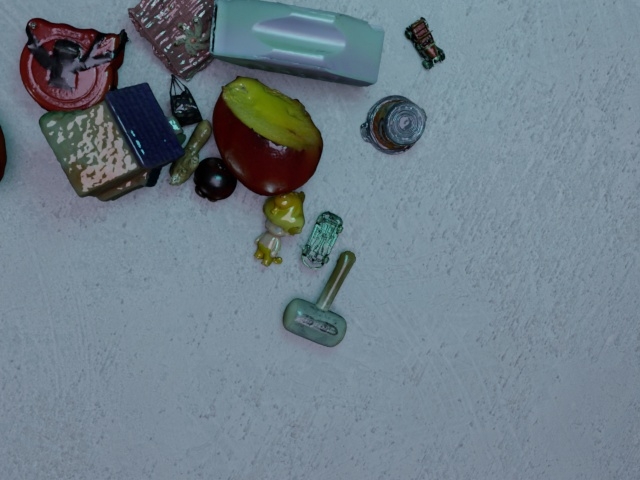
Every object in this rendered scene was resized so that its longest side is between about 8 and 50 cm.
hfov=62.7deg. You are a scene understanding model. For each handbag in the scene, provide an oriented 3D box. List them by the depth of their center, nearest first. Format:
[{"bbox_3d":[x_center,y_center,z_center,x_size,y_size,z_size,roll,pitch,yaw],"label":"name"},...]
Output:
[{"bbox_3d":[-0.391,-0.397,1.465,0.072,0.115,0.139,-23,86,-5],"label":"handbag"}]

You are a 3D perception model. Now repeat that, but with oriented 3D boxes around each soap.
[{"bbox_3d":[-0.063,-0.525,1.406,0.447,0.261,0.156,7,102,-11],"label":"soap"}]

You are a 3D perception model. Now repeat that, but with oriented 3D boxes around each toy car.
[{"bbox_3d":[0.314,-0.586,1.562,0.073,0.054,0.143,-34,103,-1],"label":"toy car"},{"bbox_3d":[0.000,0.000,1.616,0.094,0.058,0.186,26,83,-12],"label":"toy car"}]

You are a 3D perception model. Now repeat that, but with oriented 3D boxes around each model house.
[{"bbox_3d":[-0.494,-0.257,1.359,0.280,0.312,0.245,-27,97,-2],"label":"model house"}]

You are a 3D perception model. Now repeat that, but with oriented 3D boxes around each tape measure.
[{"bbox_3d":[-0.655,-0.453,1.397,0.254,0.114,0.260,10,99,-10],"label":"tape measure"}]

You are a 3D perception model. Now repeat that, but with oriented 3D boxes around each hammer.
[{"bbox_3d":[0.023,0.168,1.632,0.202,0.113,0.305,25,90,-16],"label":"hammer"}]

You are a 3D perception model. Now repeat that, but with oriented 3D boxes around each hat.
[{"bbox_3d":[-0.341,-0.597,1.416,0.286,0.107,0.236,-42,134,-4],"label":"hat"}]

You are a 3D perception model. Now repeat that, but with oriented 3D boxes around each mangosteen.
[{"bbox_3d":[-0.309,-0.168,1.510,0.140,0.140,0.140,-2,100,-9],"label":"mangosteen"}]

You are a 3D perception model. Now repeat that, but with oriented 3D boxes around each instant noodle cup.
[{"bbox_3d":[0.235,-0.343,1.557,0.208,0.125,0.177,-32,104,-2],"label":"instant noodle cup"}]

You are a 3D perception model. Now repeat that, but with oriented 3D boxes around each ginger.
[{"bbox_3d":[-0.360,-0.243,1.471,0.059,0.133,0.214,35,85,-26],"label":"ginger"}]

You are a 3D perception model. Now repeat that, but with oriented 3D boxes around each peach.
[{"bbox_3d":[-0.149,-0.295,1.437,0.281,0.281,0.338,-21,103,-5],"label":"peach"}]

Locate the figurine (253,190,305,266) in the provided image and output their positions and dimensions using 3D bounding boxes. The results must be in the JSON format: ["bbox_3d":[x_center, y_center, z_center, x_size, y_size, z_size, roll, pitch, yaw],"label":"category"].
[{"bbox_3d":[-0.121,-0.042,1.564,0.156,0.131,0.246,40,112,25],"label":"figurine"}]

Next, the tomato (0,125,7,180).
[{"bbox_3d":[-0.953,-0.242,1.322,0.227,0.298,0.298,-14,105,27],"label":"tomato"}]
